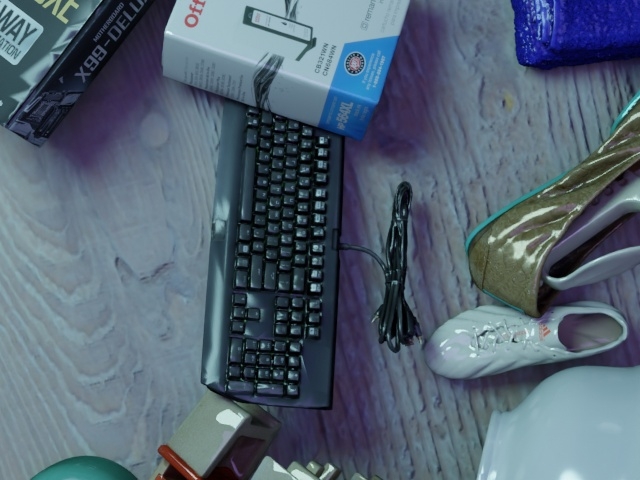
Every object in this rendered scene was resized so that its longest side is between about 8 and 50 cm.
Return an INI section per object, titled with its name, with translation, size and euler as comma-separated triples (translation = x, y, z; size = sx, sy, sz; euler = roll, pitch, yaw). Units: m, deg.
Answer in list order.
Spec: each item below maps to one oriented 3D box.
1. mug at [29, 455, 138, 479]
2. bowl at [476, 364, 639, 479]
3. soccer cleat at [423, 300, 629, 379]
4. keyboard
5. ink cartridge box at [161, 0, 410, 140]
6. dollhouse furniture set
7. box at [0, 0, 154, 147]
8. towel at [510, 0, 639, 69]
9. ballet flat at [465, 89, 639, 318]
[mug]
translation = -0.214, 0.276, 1.119
size = 0.157, 0.097, 0.129
euler = 24, 88, 3
[bowl]
translation = 0.199, 0.233, 1.054
size = 0.134, 0.298, 0.298
euler = 12, 90, 9
[soccer cleat]
translation = 0.196, 0.091, 1.150
size = 0.196, 0.076, 0.068
euler = -10, 90, -2
[keyboard]
translation = 0.000, 0.000, 1.111
size = 0.201, 0.033, 0.317
euler = 6, 70, -10
[ink cartridge box]
translation = -0.030, -0.201, 1.118
size = 0.203, 0.086, 0.148
euler = 18, 70, -2
[dollhouse furniture set]
translation = -0.027, 0.258, 1.064
size = 0.259, 0.262, 0.135
euler = 34, 91, 25
[box]
translation = -0.299, -0.268, 1.090
size = 0.307, 0.076, 0.242
euler = 38, 89, 16
[towel]
translation = 0.280, -0.327, 1.153
size = 0.227, 0.076, 0.308
euler = -7, 90, -1
[ballet flat]
translation = 0.292, -0.049, 1.118
size = 0.342, 0.116, 0.124
euler = -39, 54, 2
